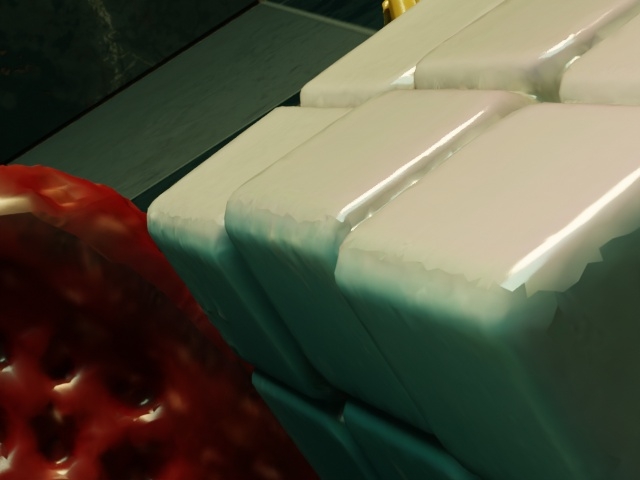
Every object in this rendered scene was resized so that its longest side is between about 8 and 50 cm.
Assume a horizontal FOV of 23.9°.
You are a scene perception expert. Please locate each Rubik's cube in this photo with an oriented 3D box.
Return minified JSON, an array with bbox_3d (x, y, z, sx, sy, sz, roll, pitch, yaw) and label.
[{"bbox_3d":[0.179,0.034,0.535,0.319,0.322,0.316,-37,19,-14],"label":"Rubik's cube"}]

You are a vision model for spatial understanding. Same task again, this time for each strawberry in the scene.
[{"bbox_3d":[-0.124,0.112,0.804,0.317,0.345,0.295,-25,19,22],"label":"strawberry"}]

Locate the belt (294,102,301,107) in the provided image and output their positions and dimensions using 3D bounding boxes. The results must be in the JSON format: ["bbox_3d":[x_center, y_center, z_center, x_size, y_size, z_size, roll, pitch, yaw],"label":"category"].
[{"bbox_3d":[-0.027,-0.069,1.539,0.201,0.124,0.128,-38,16,-22],"label":"belt"}]

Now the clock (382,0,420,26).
[{"bbox_3d":[0.121,-0.100,0.969,0.143,0.096,0.202,-9,48,-2],"label":"clock"}]
